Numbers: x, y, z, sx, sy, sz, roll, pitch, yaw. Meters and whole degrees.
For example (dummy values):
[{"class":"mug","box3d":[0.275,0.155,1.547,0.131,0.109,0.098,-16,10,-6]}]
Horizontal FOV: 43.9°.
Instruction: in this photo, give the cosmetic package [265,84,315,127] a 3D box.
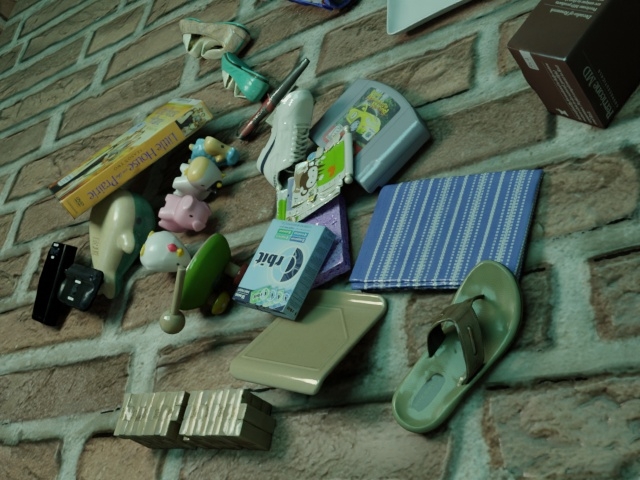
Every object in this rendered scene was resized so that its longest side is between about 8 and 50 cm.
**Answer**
[{"class":"cosmetic package","box3d":[-0.071,-0.307,1.885,0.115,0.041,0.060,-49,40,0]}]

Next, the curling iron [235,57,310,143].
[{"class":"curling iron","box3d":[-0.120,-0.338,1.906,0.274,0.035,0.068,-45,26,28]}]

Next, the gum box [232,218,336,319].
[{"class":"gum box","box3d":[-0.071,0.052,1.535,0.157,0.041,0.184,9,66,46]}]

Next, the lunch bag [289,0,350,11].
[{"class":"lunch bag","box3d":[0.014,-0.794,2.039,0.328,0.239,0.385,32,100,48]}]

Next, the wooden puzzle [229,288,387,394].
[{"class":"wooden puzzle","box3d":[-0.019,0.180,1.435,0.221,0.044,0.238,2,37,42]}]

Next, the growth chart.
[{"class":"growth chart","box3d":[-0.014,-0.122,1.642,0.237,0.021,0.172,-37,42,29]}]

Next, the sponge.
[{"class":"sponge","box3d":[0.000,0.000,1.585,0.117,0.031,0.210,-28,39,22]}]

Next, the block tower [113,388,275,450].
[{"class":"block tower","box3d":[-0.241,0.344,1.515,0.335,0.097,0.091,-9,55,35]}]

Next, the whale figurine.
[{"class":"whale figurine","box3d":[-0.493,0.009,1.978,0.216,0.141,0.272,6,88,50]}]

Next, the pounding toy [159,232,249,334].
[{"class":"pounding toy","box3d":[-0.226,0.098,1.660,0.183,0.110,0.237,-64,-6,29]}]

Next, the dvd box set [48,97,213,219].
[{"class":"dvd box set","box3d":[-0.492,-0.220,2.029,0.420,0.062,0.307,-38,23,-12]}]

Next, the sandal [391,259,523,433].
[{"class":"sandal","box3d":[0.213,0.166,1.237,0.120,0.086,0.303,29,84,36]}]

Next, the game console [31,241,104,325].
[{"class":"game console","box3d":[-0.634,0.120,1.989,0.361,0.044,0.213,7,81,54]}]

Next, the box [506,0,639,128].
[{"class":"box","box3d":[0.506,-0.403,1.340,0.381,0.191,0.143,-52,41,-2]}]

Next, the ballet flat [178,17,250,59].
[{"class":"ballet flat","box3d":[-0.326,-0.570,2.260,0.316,0.107,0.106,18,81,48]}]

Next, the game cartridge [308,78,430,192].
[{"class":"game cartridge","box3d":[0.099,-0.233,1.664,0.196,0.060,0.294,-44,38,1]}]

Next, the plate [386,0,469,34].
[{"class":"plate","box3d":[0.278,-0.600,1.795,0.277,0.045,0.278,-19,49,29]}]

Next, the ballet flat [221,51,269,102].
[{"class":"ballet flat","box3d":[-0.213,-0.421,2.069,0.087,0.083,0.247,-58,38,11]}]

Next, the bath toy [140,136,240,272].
[{"class":"bath toy","box3d":[-0.304,-0.074,1.864,0.151,0.129,0.348,112,178,-65]}]

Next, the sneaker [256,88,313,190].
[{"class":"sneaker","box3d":[-0.059,-0.217,1.731,0.095,0.090,0.235,53,134,38]}]

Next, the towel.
[{"class":"towel","box3d":[0.219,-0.013,1.423,0.336,0.040,0.243,-3,55,38]}]
